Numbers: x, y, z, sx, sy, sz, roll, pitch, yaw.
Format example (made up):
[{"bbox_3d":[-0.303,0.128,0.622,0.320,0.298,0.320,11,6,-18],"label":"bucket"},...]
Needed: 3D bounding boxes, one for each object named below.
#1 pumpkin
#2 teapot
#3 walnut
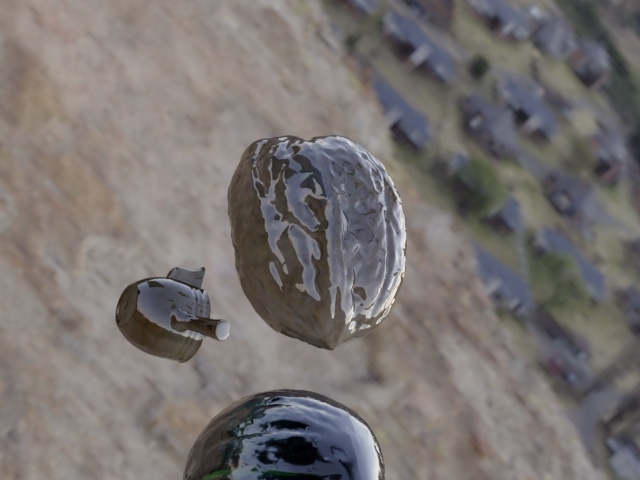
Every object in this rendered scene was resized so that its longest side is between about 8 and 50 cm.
[{"bbox_3d":[-0.048,0.304,1.821,0.315,0.239,0.315,-3,90,-86],"label":"pumpkin"},{"bbox_3d":[-0.115,0.057,1.442,0.080,0.085,0.110,19,-8,-30],"label":"teapot"},{"bbox_3d":[-0.001,0.001,1.692,0.178,0.178,0.230,26,47,-47],"label":"walnut"}]
